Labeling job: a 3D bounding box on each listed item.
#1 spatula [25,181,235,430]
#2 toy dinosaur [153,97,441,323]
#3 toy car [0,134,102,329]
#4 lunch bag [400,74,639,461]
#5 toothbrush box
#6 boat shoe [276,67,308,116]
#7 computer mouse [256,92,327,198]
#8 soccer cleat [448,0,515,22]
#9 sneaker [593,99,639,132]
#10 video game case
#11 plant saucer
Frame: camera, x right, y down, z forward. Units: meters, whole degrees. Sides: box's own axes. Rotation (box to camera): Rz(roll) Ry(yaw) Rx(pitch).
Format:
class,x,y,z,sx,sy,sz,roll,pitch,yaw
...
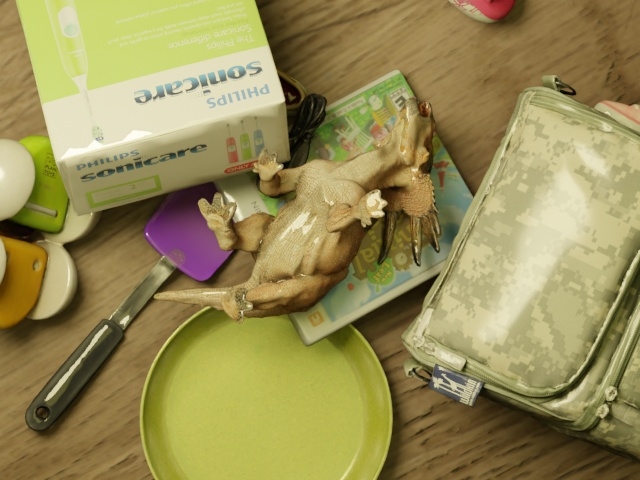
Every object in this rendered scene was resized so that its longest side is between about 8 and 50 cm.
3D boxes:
class,x,y,z,sx,sy,sz,roll,pitch,yaw
spatula,-0.180,0.064,1.828,0.084,0.030,0.296,39,86,-6
toy dinosaur,0.000,0.000,1.752,0.295,0.200,0.127,-41,67,14
toy car,-0.300,-0.015,1.777,0.136,0.159,0.182,17,88,32
lunch bag,0.240,0.032,1.768,0.256,0.212,0.305,25,89,-9
toothbrush box,-0.162,-0.192,1.738,0.206,0.122,0.283,-16,65,-5
boat shoe,-0.073,-0.159,1.832,0.135,0.045,0.050,20,88,-4
computer mouse,-0.096,-0.114,1.802,0.193,0.042,0.106,19,91,9
soccer cleat,0.069,-0.346,1.826,0.331,0.143,0.116,58,44,-18
sneaker,0.334,-0.120,1.865,0.134,0.051,0.070,26,86,-7
video game case,0.031,-0.033,1.830,0.212,0.023,0.193,-29,85,-11
plant saucer,-0.052,0.169,1.836,0.241,0.037,0.241,0,90,-5
